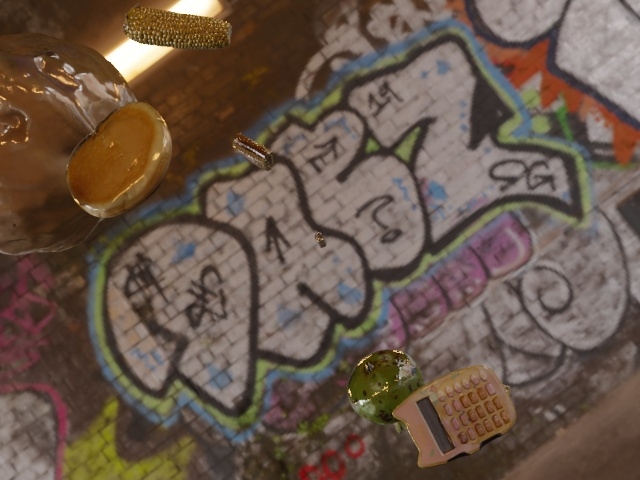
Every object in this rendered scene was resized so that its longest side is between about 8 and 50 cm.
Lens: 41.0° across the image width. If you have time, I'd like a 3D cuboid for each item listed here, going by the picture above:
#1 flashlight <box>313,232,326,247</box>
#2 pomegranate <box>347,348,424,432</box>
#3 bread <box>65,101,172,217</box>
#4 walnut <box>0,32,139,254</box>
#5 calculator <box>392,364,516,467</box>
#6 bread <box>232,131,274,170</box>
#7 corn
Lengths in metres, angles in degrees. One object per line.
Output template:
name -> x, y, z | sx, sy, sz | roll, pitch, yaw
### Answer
flashlight -> 0.000, 0.000, 1.853 | 0.018, 0.018, 0.083 | -31, -11, 0
pomegranate -> 0.185, 0.412, 2.309 | 0.211, 0.263, 0.211 | -21, 34, 15
bread -> -0.175, -0.071, 0.745 | 0.110, 0.110, 0.024 | -39, -33, 11
walnut -> -0.474, -0.158, 1.359 | 0.383, 0.383, 0.383 | -37, -7, -5
calculator -> 0.268, 0.340, 1.670 | 0.236, 0.157, 0.033 | -23, -18, -10
bread -> -0.127, -0.165, 1.607 | 0.036, 0.083, 0.047 | -48, -23, -24
corn -> -0.348, -0.513, 2.084 | 0.091, 0.260, 0.091 | 94, -178, -60
